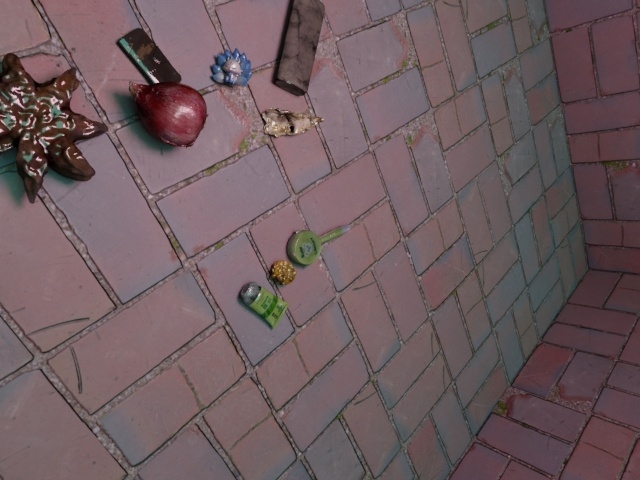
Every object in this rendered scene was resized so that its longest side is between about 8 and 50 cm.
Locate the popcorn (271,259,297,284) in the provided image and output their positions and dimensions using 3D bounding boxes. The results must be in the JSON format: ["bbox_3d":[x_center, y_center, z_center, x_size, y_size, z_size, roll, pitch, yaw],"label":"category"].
[{"bbox_3d":[-0.119,0.101,1.319,0.083,0.057,0.082,-21,105,-33],"label":"popcorn"}]

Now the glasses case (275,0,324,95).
[{"bbox_3d":[-0.065,-0.613,1.299,0.114,0.060,0.298,14,85,-38],"label":"glasses case"}]

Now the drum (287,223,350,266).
[{"bbox_3d":[-0.009,-0.017,1.400,0.253,0.049,0.129,-42,118,-28],"label":"drum"}]

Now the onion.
[{"bbox_3d":[-0.377,-0.323,1.022,0.195,0.160,0.159,26,78,-37],"label":"onion"}]

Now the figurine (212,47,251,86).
[{"bbox_3d":[-0.241,-0.484,1.159,0.079,0.115,0.114,-12,102,-83],"label":"figurine"}]

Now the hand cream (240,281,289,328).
[{"bbox_3d":[-0.172,0.193,1.291,0.175,0.046,0.095,45,65,-34],"label":"hand cream"}]

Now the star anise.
[{"bbox_3d":[-0.615,-0.235,0.865,0.316,0.108,0.314,-2,93,-46],"label":"star anise"}]

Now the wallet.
[{"bbox_3d":[-0.426,-0.450,1.054,0.082,0.018,0.156,-49,120,-25],"label":"wallet"}]

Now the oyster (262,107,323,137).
[{"bbox_3d":[-0.095,-0.367,1.314,0.200,0.061,0.106,10,105,-36],"label":"oyster"}]
